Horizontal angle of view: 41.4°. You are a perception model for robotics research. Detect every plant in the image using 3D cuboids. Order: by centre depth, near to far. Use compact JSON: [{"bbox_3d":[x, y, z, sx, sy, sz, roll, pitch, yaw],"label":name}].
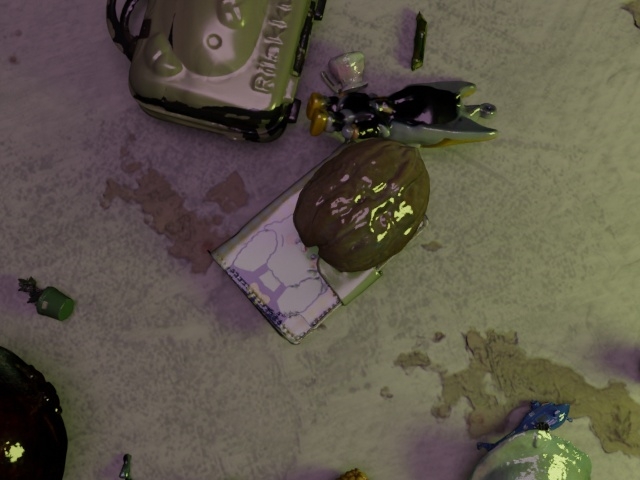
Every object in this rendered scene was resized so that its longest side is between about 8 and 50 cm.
[{"bbox_3d":[-0.460,0.096,1.400,0.102,0.051,0.051,24,83,16],"label":"plant"}]

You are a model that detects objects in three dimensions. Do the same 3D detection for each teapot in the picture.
[{"bbox_3d":[0.042,-0.282,1.449,0.083,0.064,0.064,-16,91,30],"label":"teapot"}]

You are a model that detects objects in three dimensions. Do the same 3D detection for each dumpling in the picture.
[{"bbox_3d":[0.320,0.368,1.343,0.217,0.105,0.149,-10,87,-1],"label":"dumpling"}]

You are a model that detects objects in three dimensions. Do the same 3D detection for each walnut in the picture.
[{"bbox_3d":[0.072,-0.058,1.293,0.178,0.178,0.230,42,82,4],"label":"walnut"}]

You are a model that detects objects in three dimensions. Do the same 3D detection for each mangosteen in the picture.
[{"bbox_3d":[-0.530,0.302,1.237,0.330,0.330,0.329,0,83,-1],"label":"mangosteen"}]

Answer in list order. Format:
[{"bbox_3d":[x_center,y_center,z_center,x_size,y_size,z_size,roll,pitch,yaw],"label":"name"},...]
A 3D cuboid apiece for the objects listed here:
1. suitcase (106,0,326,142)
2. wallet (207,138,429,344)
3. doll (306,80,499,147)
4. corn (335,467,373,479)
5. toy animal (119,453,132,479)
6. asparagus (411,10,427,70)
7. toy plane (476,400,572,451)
[{"bbox_3d":[-0.180,-0.352,1.384,0.340,0.194,0.351,14,83,3],"label":"suitcase"},{"bbox_3d":[0.000,0.000,1.401,0.309,0.077,0.223,-41,83,-3],"label":"wallet"},{"bbox_3d":[0.139,-0.206,1.395,0.317,0.145,0.103,0,107,-10],"label":"doll"},{"bbox_3d":[-0.024,0.491,1.328,0.101,0.101,0.310,43,86,4],"label":"corn"},{"bbox_3d":[-0.208,0.417,1.361,0.253,0.070,0.079,9,48,12],"label":"toy animal"},{"bbox_3d":[0.172,-0.347,1.470,0.021,0.025,0.108,5,83,10],"label":"asparagus"},{"bbox_3d":[0.334,0.305,1.384,0.167,0.054,0.062,-28,59,-5],"label":"toy plane"}]
